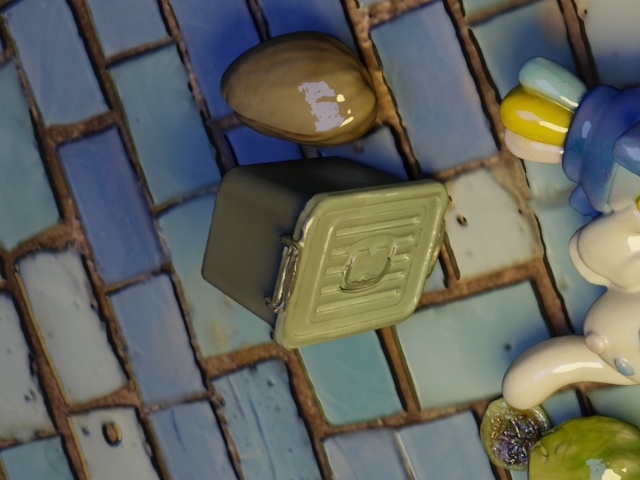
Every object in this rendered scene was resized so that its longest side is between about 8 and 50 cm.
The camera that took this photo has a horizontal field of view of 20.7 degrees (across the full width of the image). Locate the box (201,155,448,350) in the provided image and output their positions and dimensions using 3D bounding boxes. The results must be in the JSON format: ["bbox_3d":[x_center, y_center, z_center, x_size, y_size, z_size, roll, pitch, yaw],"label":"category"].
[{"bbox_3d":[0.000,0.000,1.750,0.135,0.243,0.163,27,113,33],"label":"box"}]

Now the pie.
[{"bbox_3d":[0.201,0.196,1.798,0.085,0.017,0.085,6,103,27],"label":"pie"}]

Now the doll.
[{"bbox_3d":[0.318,-0.002,1.596,0.376,0.187,0.365,-11,103,13],"label":"doll"}]

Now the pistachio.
[{"bbox_3d":[-0.020,-0.151,1.784,0.185,0.124,0.124,-2,100,35],"label":"pistachio"}]

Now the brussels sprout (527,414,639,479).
[{"bbox_3d":[0.272,0.238,1.698,0.155,0.117,0.155,11,141,9],"label":"brussels sprout"}]
